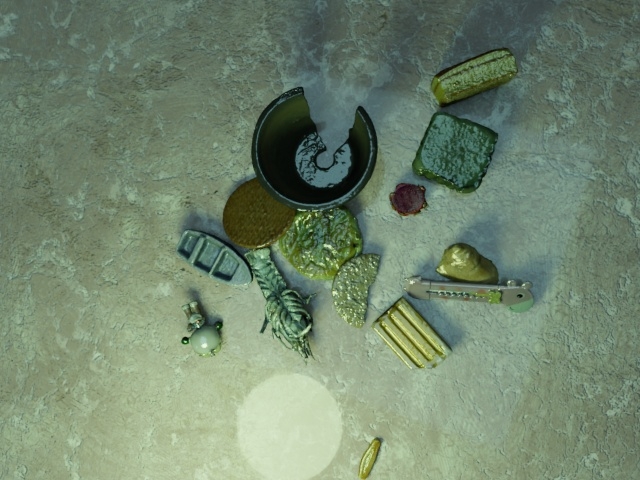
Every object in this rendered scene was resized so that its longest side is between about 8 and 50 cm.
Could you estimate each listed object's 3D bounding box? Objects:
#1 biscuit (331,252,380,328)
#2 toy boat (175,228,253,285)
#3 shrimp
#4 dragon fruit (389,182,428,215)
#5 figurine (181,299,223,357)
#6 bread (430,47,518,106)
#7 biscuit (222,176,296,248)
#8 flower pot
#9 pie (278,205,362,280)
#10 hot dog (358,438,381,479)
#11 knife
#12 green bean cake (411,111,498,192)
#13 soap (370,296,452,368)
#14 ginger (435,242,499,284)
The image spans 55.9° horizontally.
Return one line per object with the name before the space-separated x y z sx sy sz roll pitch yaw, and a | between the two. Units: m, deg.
biscuit | 0.102 0.153 1.934 0.133 0.032 0.249 13 94 -12
toy boat | -0.341 0.064 2.003 0.283 0.078 0.127 30 93 8
shrimp | -0.118 0.204 1.935 0.222 0.166 0.410 -25 70 -13
dragon fruit | 0.284 -0.128 1.921 0.126 0.068 0.112 -11 71 21
figurine | -0.398 0.298 2.004 0.147 0.093 0.197 -24 77 -15
bread | 0.463 -0.501 1.840 0.234 0.184 0.110 -19 92 7
biscuit | -0.198 -0.092 1.965 0.262 0.037 0.261 -8 64 16
flower pot | -0.010 -0.257 1.871 0.380 0.251 0.379 0 89 7
pie | 0.000 0.000 1.952 0.277 0.078 0.276 0 90 10
hot dog | 0.154 0.700 1.939 0.044 0.028 0.137 19 95 -17
knife | 0.457 0.165 1.876 0.399 0.038 0.132 4 125 12
green bean cake | 0.417 -0.266 1.872 0.227 0.125 0.222 23 90 7
soap | 0.288 0.306 1.904 0.140 0.073 0.232 -44 84 7
ginger | 0.473 0.075 1.865 0.193 0.122 0.115 20 72 3
